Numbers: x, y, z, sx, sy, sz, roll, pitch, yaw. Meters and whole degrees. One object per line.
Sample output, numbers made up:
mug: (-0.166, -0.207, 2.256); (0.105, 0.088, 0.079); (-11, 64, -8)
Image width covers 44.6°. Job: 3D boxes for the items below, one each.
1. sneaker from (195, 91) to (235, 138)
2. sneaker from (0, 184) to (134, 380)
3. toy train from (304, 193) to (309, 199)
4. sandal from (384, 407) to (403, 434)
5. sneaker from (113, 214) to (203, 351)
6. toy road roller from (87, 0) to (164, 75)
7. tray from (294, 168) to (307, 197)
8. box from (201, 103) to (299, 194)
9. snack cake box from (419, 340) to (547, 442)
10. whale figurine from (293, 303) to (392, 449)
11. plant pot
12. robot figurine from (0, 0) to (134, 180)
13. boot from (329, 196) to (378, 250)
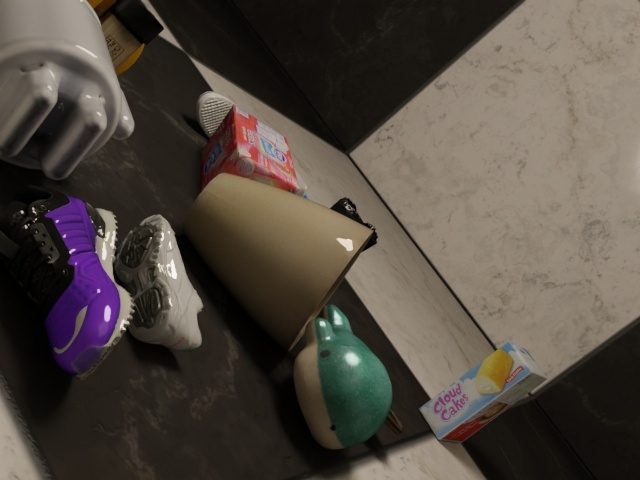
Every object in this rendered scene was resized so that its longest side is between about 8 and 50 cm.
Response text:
sneaker: (-0.262, -0.321, 1.970); (0.161, 0.102, 0.282); (52, 3, 25)
sneaker: (-0.304, 0.032, 0.869); (0.146, 0.102, 0.293); (35, 15, -35)
toy train: (-0.070, -0.069, 1.929); (0.105, 0.080, 0.184); (26, 28, -39)
sandal: (0.056, 0.284, 1.421); (0.219, 0.060, 0.090); (35, 7, 2)
sneaker: (-0.218, 0.066, 1.092); (0.115, 0.090, 0.232); (46, 21, -45)
toy road roller: (-0.465, -0.436, 1.416); (0.329, 0.202, 0.240); (47, 1, -35)
tray: (-0.094, -0.096, 1.728); (0.030, 0.145, 0.270); (21, 14, -19)
box: (-0.156, -0.153, 1.670); (0.154, 0.142, 0.300); (29, 20, -22)
snack cake box: (0.375, 0.352, 1.794); (0.089, 0.264, 0.152); (57, 15, 28)
whale figurine: (0.044, 0.209, 1.274); (0.272, 0.141, 0.216); (-81, 154, -62)
plant pot: (-0.092, 0.011, 1.349); (0.274, 0.256, 0.256); (35, 13, 4)
robot figurine: (-0.391, -0.238, 1.076); (0.300, 0.200, 0.353); (32, 22, -42)
boot: (-0.027, -0.019, 1.530); (0.246, 0.207, 0.094); (40, 17, -32)
